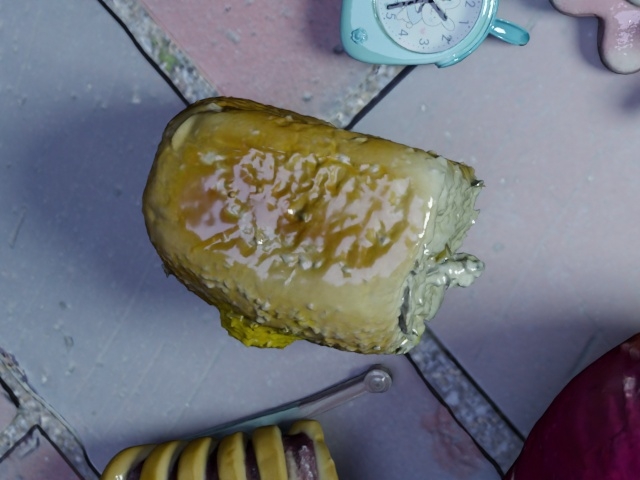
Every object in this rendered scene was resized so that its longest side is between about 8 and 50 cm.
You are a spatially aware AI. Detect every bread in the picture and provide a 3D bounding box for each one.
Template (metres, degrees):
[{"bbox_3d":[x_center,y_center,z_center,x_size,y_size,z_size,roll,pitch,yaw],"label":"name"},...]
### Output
[{"bbox_3d":[0.000,0.000,0.813,0.246,0.195,0.176,17,99,14],"label":"bread"},{"bbox_3d":[-0.079,0.221,0.895,0.225,0.081,0.134,-13,67,20],"label":"bread"}]

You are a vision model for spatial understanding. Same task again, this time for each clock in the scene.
[{"bbox_3d":[0.090,-0.184,0.835,0.147,0.045,0.108,9,102,15],"label":"clock"}]

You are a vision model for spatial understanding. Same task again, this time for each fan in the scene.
[{"bbox_3d":[-0.063,0.164,0.949,0.282,0.023,0.057,-28,86,19],"label":"fan"}]

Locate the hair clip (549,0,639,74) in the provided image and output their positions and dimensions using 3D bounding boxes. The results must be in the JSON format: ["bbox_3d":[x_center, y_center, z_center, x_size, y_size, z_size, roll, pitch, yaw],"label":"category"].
[{"bbox_3d":[0.216,-0.249,0.777,0.146,0.075,0.257,-15,98,14],"label":"hair clip"}]

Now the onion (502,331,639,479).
[{"bbox_3d":[0.249,0.230,0.677,0.348,0.385,0.347,12,113,29],"label":"onion"}]
